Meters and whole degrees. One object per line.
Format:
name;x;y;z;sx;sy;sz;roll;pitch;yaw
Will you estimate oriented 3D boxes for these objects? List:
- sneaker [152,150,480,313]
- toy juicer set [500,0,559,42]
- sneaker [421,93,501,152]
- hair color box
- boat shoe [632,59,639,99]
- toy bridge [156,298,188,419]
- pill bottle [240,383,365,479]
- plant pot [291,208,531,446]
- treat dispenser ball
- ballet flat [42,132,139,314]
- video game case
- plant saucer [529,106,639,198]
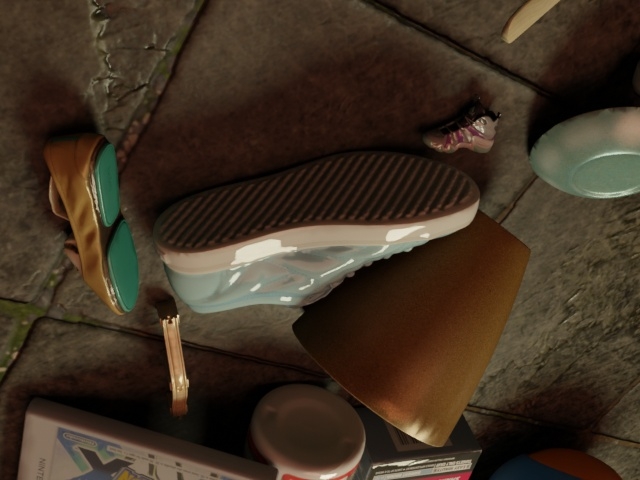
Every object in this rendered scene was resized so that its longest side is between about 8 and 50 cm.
sneaker;0.000;0.000;1.018;0.365;0.135;0.150;-8;136;-2
toy juicer set;0.228;-0.376;0.819;0.209;0.089;0.329;-24;126;-19
sneaker;0.166;-0.138;1.022;0.098;0.038;0.069;-5;129;-30
hair color box;0.103;0.426;1.419;0.185;0.114;0.374;-1;129;-21
boat shoe;0.516;-0.159;1.082;0.335;0.121;0.119;-2;124;-23
toy bridge;-0.184;0.164;1.118;0.026;0.063;0.188;-9;130;-14
pill bottle;-0.046;0.358;1.269;0.161;0.161;0.283;0;128;-22
plant pot;0.135;0.078;1.082;0.237;0.237;0.254;33;98;-38
treat dispenser ball;0.399;0.493;1.472;0.288;0.288;0.288;-11;131;-13
ballet flat;-0.246;-0.018;0.948;0.073;0.080;0.232;7;128;9
video game case;-0.250;0.368;1.193;0.329;0.036;0.300;17;124;-3
plant saucer;0.354;-0.093;1.070;0.195;0.037;0.195;1;154;1
